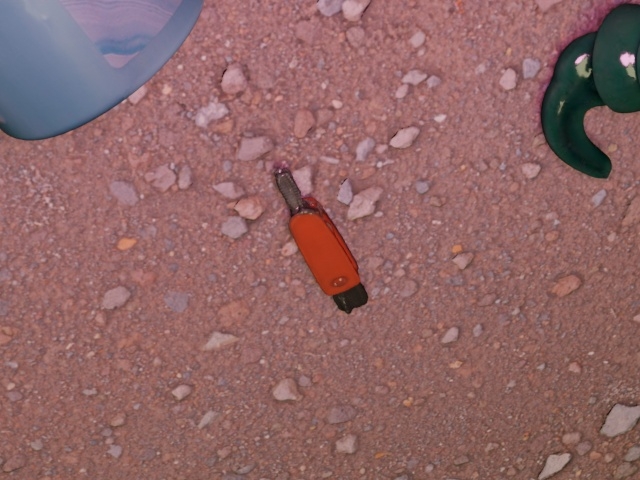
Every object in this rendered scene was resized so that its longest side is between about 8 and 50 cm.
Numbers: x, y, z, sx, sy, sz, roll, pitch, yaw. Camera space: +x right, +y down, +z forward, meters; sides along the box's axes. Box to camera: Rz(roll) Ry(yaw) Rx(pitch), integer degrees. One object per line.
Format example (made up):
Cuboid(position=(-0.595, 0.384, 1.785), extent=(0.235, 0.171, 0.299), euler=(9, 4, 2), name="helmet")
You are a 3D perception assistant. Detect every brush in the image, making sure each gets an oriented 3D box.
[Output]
Cuboid(position=(0.000, 0.000, 1.715), extent=(0.070, 0.051, 0.323), euler=(-21, 129, 9), name="brush")

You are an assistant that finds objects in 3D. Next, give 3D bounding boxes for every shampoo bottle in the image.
Cuboid(position=(-0.356, -0.342, 1.221), extent=(0.331, 0.331, 0.343), euler=(-31, 126, 8), name="shampoo bottle")

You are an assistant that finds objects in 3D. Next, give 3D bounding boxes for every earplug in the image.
Cuboid(position=(0.467, -0.232, 1.595), extent=(0.163, 0.280, 0.258), euler=(3, 88, -39), name="earplug")
